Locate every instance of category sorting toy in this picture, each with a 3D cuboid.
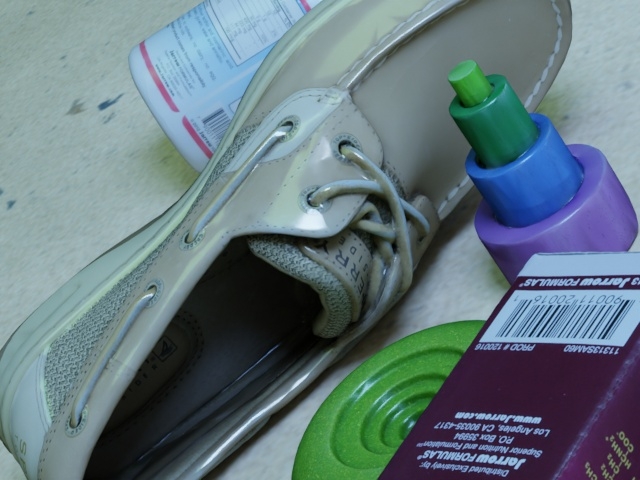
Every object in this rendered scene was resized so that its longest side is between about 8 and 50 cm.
[{"bbox_3d":[0.005,0.061,0.762,0.127,0.126,0.365,-4,41,46],"label":"sorting toy"}]

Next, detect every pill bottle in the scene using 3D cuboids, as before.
[{"bbox_3d":[-0.023,-0.113,1.119,0.160,0.087,0.087,-32,27,6],"label":"pill bottle"}]

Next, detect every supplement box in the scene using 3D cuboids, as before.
[{"bbox_3d":[0.061,0.129,0.581,0.073,0.130,0.239,-1,43,48],"label":"supplement box"}]

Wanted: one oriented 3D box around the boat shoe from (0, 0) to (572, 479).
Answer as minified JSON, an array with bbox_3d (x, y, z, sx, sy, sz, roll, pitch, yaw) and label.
[{"bbox_3d":[0.000,0.000,0.890,0.341,0.121,0.110,-47,32,0],"label":"boat shoe"}]
